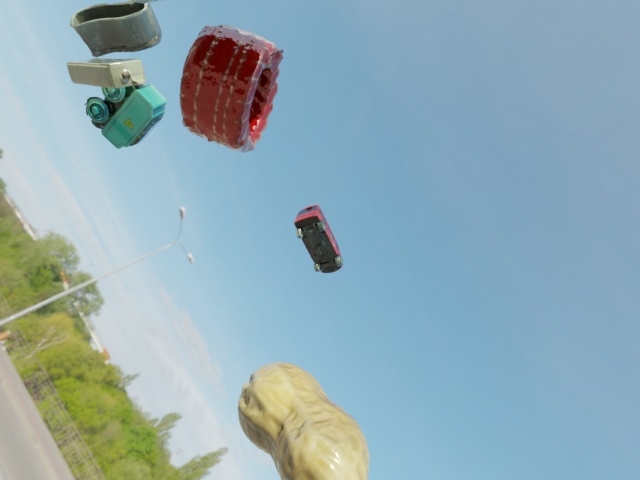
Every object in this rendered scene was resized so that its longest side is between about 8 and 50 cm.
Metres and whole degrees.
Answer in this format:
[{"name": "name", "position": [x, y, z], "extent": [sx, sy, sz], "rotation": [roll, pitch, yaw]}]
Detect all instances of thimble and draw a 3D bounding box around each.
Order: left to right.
[{"name": "thimble", "position": [-0.150, -0.248, 0.795], "extent": [0.125, 0.163, 0.190], "rotation": [19, -57, 3]}]

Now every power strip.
[{"name": "power strip", "position": [-0.468, -0.365, 1.027], "extent": [0.272, 0.078, 0.052], "rotation": [22, -53, 41]}]

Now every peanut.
[{"name": "peanut", "position": [-0.032, 0.272, 0.686], "extent": [0.313, 0.149, 0.149], "rotation": [26, -44, 59]}]

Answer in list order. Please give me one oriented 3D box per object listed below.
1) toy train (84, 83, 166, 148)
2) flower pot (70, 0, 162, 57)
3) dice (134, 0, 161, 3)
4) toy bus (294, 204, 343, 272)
[{"name": "toy train", "position": [-0.500, -0.336, 1.225], "extent": [0.198, 0.107, 0.154], "rotation": [-38, -74, 24]}, {"name": "flower pot", "position": [-0.581, -0.608, 1.361], "extent": [0.108, 0.229, 0.103], "rotation": [74, 11, -54]}, {"name": "dice", "position": [-0.151, -0.448, 0.535], "extent": [0.264, 0.262, 0.268], "rotation": [23, -34, 43]}, {"name": "toy bus", "position": [0.000, 0.000, 1.342], "extent": [0.081, 0.089, 0.195], "rotation": [-17, -61, 19]}]
